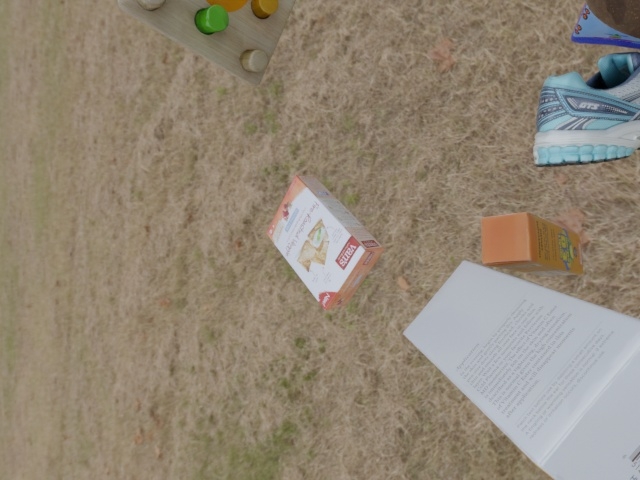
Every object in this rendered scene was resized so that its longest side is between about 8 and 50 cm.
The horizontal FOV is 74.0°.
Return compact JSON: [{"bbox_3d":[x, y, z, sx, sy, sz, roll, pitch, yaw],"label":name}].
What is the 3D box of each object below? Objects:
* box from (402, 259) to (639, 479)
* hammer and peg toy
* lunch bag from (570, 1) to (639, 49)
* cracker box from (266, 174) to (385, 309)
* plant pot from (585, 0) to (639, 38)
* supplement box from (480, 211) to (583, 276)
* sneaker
[{"bbox_3d":[0.290,0.180,0.556,0.168,0.215,0.345,-49,11,0],"label":"box"},{"bbox_3d":[-0.198,-0.451,0.664,0.127,0.361,0.266,33,99,54],"label":"hammer and peg toy"},{"bbox_3d":[0.427,-0.252,0.378,0.293,0.221,0.138,30,92,18],"label":"lunch bag"},{"bbox_3d":[0.000,0.000,0.844,0.232,0.067,0.156,49,123,31],"label":"cracker box"},{"bbox_3d":[0.242,-0.237,0.218,0.215,0.215,0.230,54,169,30],"label":"plant pot"},{"bbox_3d":[0.353,0.012,0.698,0.080,0.233,0.078,-9,76,45],"label":"supplement box"},{"bbox_3d":[0.393,-0.169,0.510,0.110,0.282,0.122,-145,44,-73],"label":"sneaker"}]
